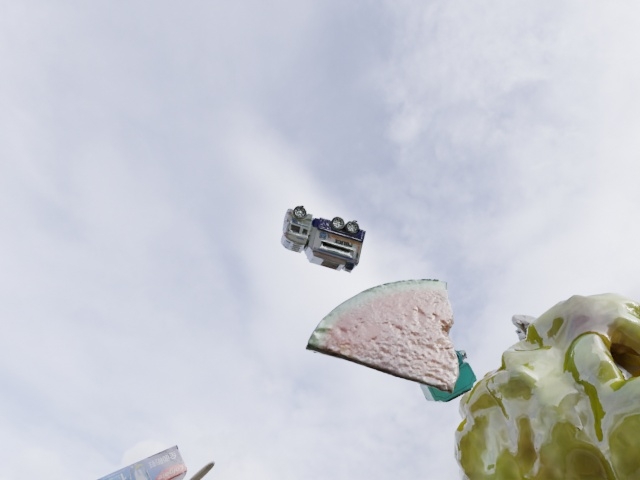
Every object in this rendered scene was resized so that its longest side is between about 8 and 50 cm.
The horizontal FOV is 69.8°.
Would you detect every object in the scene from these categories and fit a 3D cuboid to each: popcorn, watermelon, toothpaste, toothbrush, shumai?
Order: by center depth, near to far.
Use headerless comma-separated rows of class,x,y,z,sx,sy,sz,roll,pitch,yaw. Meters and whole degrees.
popcorn,0.259,0.155,0.396,0.241,0.250,0.235,-17,-84,54
watermelon,0.087,0.120,0.614,0.207,0.136,0.202,3,-8,-37
toothpaste,-0.480,0.591,1.080,0.320,0.076,0.066,-8,-41,-41
toothbrush,-0.412,0.744,1.352,0.025,0.029,0.307,42,-76,-15
shumai,0.769,0.341,1.644,0.201,0.201,0.120,15,-84,-4

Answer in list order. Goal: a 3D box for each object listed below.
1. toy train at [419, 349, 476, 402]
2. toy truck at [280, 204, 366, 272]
toy train,0.412,0.444,1.515,0.197,0.154,0.107,-22,-14,-12
toy truck,0.000,0.000,1.504,0.267,0.155,0.124,16,-24,-6
